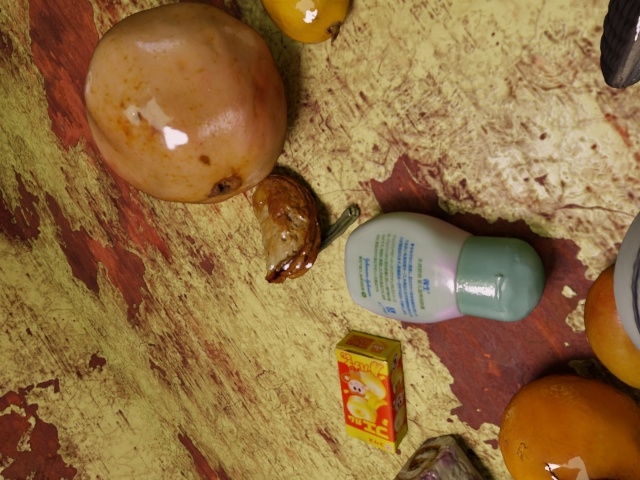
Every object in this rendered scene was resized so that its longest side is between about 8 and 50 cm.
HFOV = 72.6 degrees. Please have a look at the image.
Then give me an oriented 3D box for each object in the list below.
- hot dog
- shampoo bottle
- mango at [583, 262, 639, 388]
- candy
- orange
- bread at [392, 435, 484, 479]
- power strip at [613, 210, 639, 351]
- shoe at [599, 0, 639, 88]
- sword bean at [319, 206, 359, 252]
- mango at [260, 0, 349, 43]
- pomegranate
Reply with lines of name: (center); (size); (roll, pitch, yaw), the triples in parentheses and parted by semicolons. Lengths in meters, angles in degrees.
hot dog: (-0.078, -0.032, 1.014); (0.175, 0.114, 0.259); (-38, 56, 47)
shampoo bottle: (0.224, 0.058, 0.812); (0.349, 0.151, 0.222); (5, 107, 36)
mango: (0.487, 0.128, 0.665); (0.151, 0.120, 0.221); (12, 119, 31)
candy: (0.127, 0.370, 1.069); (0.146, 0.088, 0.276); (4, 112, 34)
orange: (0.432, 0.352, 0.735); (0.246, 0.246, 0.246); (16, 119, 31)
bread: (0.326, 0.632, 0.974); (0.338, 0.187, 0.155); (55, 139, 4)
power strip: (0.549, 0.066, 0.486); (0.357, 0.161, 0.357); (2, 98, 10)
shoe: (0.466, -0.328, 0.484); (0.171, 0.132, 0.336); (15, 133, 6)
sword bean: (0.001, 0.000, 1.029); (0.043, 0.038, 0.269); (37, 133, -15)
mango: (-0.045, -0.493, 0.791); (0.176, 0.119, 0.317); (-25, 85, 44)
pomegranate: (-0.260, -0.273, 0.871); (0.411, 0.411, 0.411); (16, 119, 31)
